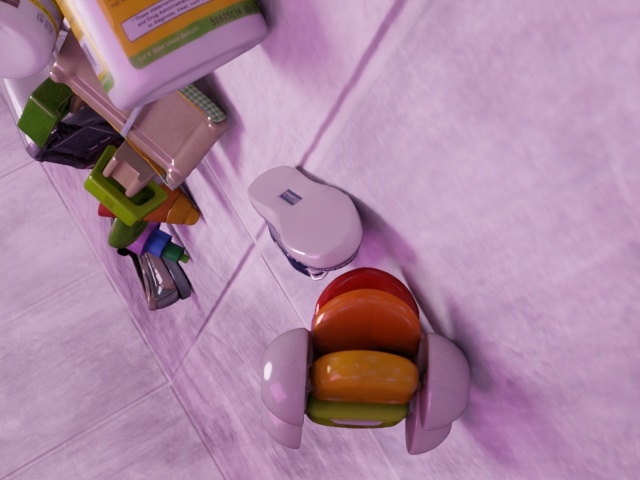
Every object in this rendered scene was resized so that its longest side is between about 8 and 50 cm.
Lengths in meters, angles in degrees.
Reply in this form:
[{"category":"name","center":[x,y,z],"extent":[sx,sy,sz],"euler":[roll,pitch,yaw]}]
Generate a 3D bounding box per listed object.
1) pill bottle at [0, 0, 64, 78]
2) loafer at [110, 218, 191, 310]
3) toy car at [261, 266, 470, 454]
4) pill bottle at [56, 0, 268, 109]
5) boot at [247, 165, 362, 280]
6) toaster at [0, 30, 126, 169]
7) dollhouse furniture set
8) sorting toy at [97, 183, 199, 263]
[{"category":"pill bottle","center":[-0.316,-0.285,1.125],"extent":[0.117,0.117,0.214],"euler":[90,-171,-61]},{"category":"loafer","center":[-0.332,0.013,1.935],"extent":[0.267,0.084,0.096],"euler":[52,163,28]},{"category":"toy car","center":[0.033,0.095,0.870],"extent":[0.182,0.159,0.136],"euler":[96,176,-66]},{"category":"pill bottle","center":[-0.154,-0.237,0.823],"extent":[0.245,0.136,0.136],"euler":[62,165,-6]},{"category":"boot","center":[0.000,0.000,0.921],"extent":[0.086,0.069,0.190],"euler":[60,174,-28]},{"category":"toaster","center":[-0.337,-0.187,1.423],"extent":[0.146,0.129,0.227],"euler":[62,-165,9]},{"category":"dollhouse furniture set","center":[-0.192,-0.171,1.204],"extent":[0.197,0.151,0.301],"euler":[42,147,-7]},{"category":"sorting toy","center":[-0.236,-0.026,1.599],"extent":[0.126,0.127,0.365],"euler":[29,164,2]}]
